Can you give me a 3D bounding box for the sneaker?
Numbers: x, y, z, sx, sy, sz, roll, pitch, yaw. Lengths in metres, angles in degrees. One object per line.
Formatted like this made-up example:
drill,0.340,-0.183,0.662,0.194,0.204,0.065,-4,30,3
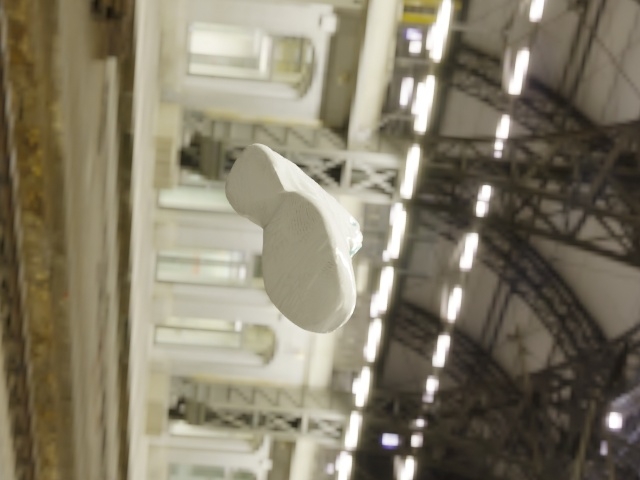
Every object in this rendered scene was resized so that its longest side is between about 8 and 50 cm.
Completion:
sneaker,0.000,0.000,1.032,0.080,0.094,0.212,-52,-144,20
